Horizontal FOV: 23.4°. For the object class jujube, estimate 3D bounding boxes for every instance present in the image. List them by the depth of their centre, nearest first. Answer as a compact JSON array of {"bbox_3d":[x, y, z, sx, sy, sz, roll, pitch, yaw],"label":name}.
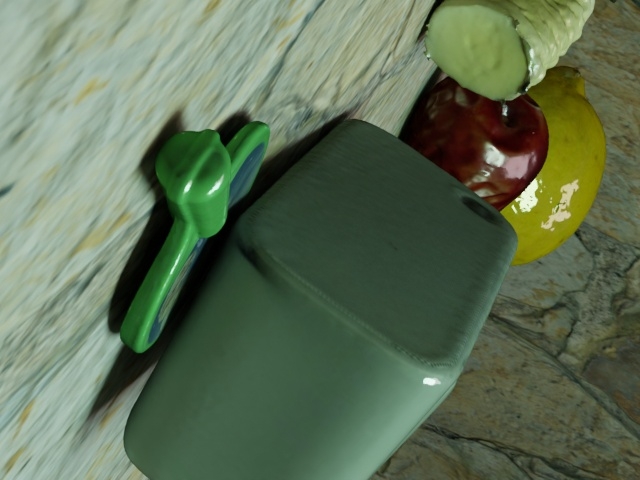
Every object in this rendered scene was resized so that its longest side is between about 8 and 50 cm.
[{"bbox_3d":[0.161,-0.089,1.746,0.155,0.155,0.230,-53,176,-39],"label":"jujube"}]

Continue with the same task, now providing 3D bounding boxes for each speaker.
[{"bbox_3d":[0.010,0.060,1.148,0.184,0.183,0.406,-55,178,21],"label":"speaker"}]

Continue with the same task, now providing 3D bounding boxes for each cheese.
[{"bbox_3d":[0.180,-0.213,1.456,0.167,0.123,0.094,-48,164,-46],"label":"cheese"}]

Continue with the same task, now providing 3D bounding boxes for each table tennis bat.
[{"bbox_3d":[-0.071,-0.012,0.903,0.160,0.039,0.257,-59,176,-13],"label":"table tennis bat"}]

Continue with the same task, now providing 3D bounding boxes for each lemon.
[{"bbox_3d":[0.258,-0.098,2.048,0.263,0.236,0.236,-44,168,-21],"label":"lemon"}]

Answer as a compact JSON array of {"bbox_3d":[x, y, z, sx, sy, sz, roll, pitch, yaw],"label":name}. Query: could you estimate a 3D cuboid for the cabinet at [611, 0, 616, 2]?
[{"bbox_3d":[0.288,-0.338,1.416,0.175,0.148,0.215,-45,174,6],"label":"cabinet"}]
